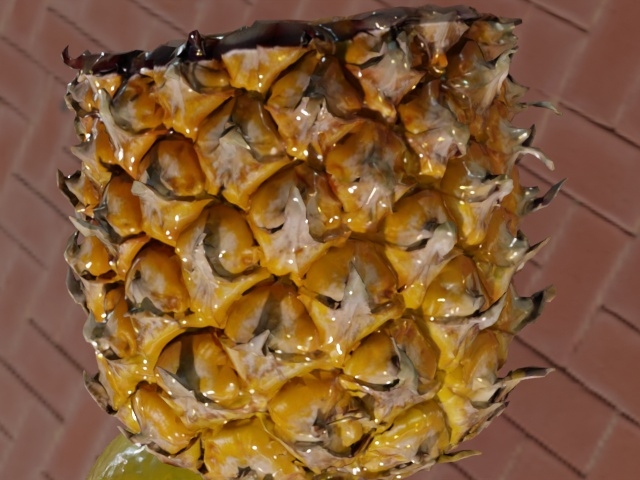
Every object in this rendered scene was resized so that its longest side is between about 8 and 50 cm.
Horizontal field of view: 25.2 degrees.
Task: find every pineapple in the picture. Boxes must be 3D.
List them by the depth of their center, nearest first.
[{"bbox_3d":[-0.002,0.001,0.969,0.352,0.352,0.300,0,101,40],"label":"pineapple"}]

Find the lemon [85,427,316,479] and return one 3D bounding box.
[{"bbox_3d":[-0.091,0.257,1.245,0.260,0.260,0.284,60,155,28],"label":"lemon"}]
